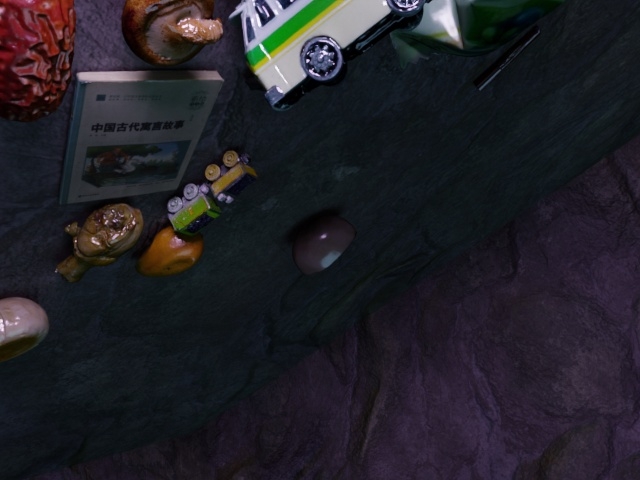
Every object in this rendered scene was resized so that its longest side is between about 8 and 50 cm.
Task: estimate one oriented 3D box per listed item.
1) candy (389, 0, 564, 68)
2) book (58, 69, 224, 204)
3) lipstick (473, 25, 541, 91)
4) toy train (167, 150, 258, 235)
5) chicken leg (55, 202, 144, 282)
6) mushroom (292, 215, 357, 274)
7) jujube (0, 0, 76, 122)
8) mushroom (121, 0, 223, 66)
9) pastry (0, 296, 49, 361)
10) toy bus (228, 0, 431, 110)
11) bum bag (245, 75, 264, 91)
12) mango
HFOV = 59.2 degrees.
[{"bbox_3d":[0.287,-0.376,0.812,0.262,0.172,0.398,-29,-164,-14],"label":"candy"},{"bbox_3d":[-0.289,-0.155,0.883,0.214,0.025,0.283,-14,156,-35],"label":"book"},{"bbox_3d":[0.417,-0.405,1.257,0.176,0.027,0.027,-43,156,27],"label":"lipstick"},{"bbox_3d":[-0.206,-0.088,1.069,0.202,0.081,0.060,-36,158,15],"label":"toy train"},{"bbox_3d":[-0.416,0.010,1.026,0.227,0.088,0.103,-31,170,19],"label":"chicken leg"},{"bbox_3d":[0.000,0.000,1.512,0.188,0.141,0.117,-39,126,-2],"label":"mushroom"},{"bbox_3d":[-0.316,-0.209,0.591,0.176,0.112,0.109,-53,-178,43],"label":"jujube"},{"bbox_3d":[-0.182,-0.264,0.681,0.127,0.087,0.127,-30,159,-13],"label":"mushroom"},{"bbox_3d":[-0.620,0.177,1.116,0.156,0.092,0.156,-23,159,-9],"label":"pastry"},{"bbox_3d":[0.016,-0.306,0.737,0.276,0.165,0.134,-34,-175,11],"label":"toy bus"},{"bbox_3d":[-0.070,-0.276,0.880,0.124,0.034,0.057,-42,166,30],"label":"bum bag"},{"bbox_3d":[-0.311,0.027,1.185,0.115,0.089,0.165,-4,150,-48],"label":"mango"}]
